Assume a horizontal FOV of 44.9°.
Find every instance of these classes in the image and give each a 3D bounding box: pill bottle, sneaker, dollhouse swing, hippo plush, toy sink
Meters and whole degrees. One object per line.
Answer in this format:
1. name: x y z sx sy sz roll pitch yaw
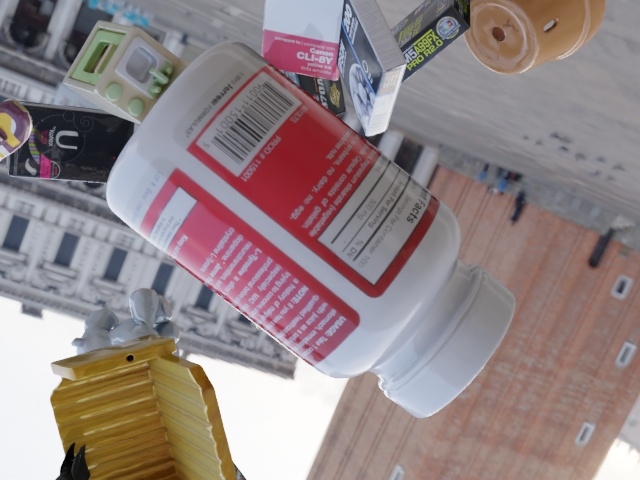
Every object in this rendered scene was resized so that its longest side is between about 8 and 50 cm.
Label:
1. pill bottle: -0.003 -0.003 0.830 0.407 0.229 0.229 39 -172 -3
2. sneaker: -0.517 -0.144 1.196 0.069 0.185 0.084 45 -146 -13
3. sneaker: -0.510 0.511 1.615 0.051 0.170 0.089 8 -146 19
4. dollhouse swing: -0.364 0.404 1.561 0.315 0.347 0.305 -14 -170 -16
5. hippo plush: -0.539 0.293 2.142 0.234 0.236 0.294 63 -163 -47
6. toy sink: -0.375 -0.326 1.511 0.234 0.153 0.131 25 174 44

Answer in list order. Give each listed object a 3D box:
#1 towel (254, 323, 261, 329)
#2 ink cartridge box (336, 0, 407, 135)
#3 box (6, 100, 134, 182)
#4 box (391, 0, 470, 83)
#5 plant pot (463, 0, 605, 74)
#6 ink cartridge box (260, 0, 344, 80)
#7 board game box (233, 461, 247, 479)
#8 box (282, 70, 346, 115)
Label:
1. towel: -0.133 0.121 1.389 0.083 0.009 0.060 61 171 -28
2. ink cartridge box: 0.065 -0.303 1.227 0.045 0.208 0.206 -17 162 -9
3. box: -0.584 -0.228 1.803 0.270 0.165 0.143 2 -168 -26
4. box: 0.209 -0.429 1.609 0.060 0.216 0.270 46 -152 -16
5. plant pot: 0.451 -0.508 1.731 0.291 0.203 0.291 37 152 24
6. ink cartridge box: 0.004 -0.532 1.393 0.160 0.385 0.279 12 -128 1
7. board game box: -0.276 0.656 1.880 0.291 0.232 0.141 34 152 52
8. box: -0.020 -0.416 1.970 0.051 0.220 0.175 2 -159 38
